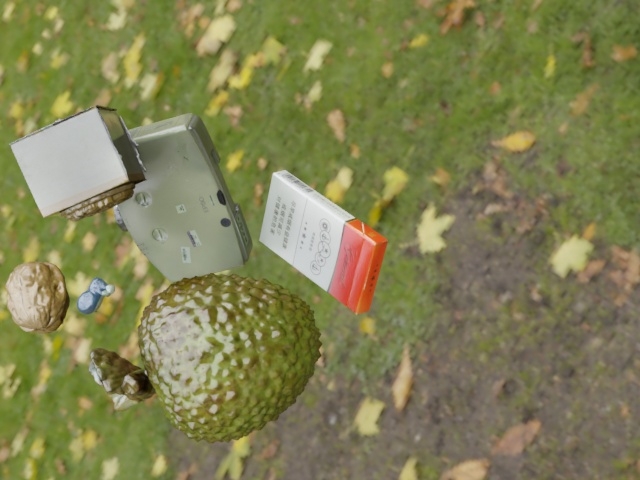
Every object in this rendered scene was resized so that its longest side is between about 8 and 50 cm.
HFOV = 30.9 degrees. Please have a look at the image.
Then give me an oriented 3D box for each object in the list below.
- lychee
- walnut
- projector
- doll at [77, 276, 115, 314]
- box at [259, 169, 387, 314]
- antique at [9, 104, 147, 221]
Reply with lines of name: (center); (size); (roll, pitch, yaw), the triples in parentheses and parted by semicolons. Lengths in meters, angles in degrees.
lychee: (-0.158, 0.174, 1.738); (0.320, 0.270, 0.270); (-34, 10, -26)
walnut: (-0.360, 0.071, 1.471); (0.082, 0.079, 0.096); (-20, 66, 20)
projector: (-0.240, -0.066, 1.910); (0.193, 0.269, 0.088); (-13, 27, 14)
doll: (-0.461, 0.116, 2.364); (0.083, 0.050, 0.076); (-52, 4, -12)
box: (0.000, 0.000, 1.868); (0.245, 0.035, 0.139); (34, 125, 34)
antique: (-0.356, -0.113, 1.749); (0.152, 0.148, 0.147); (-23, 2, 5)
